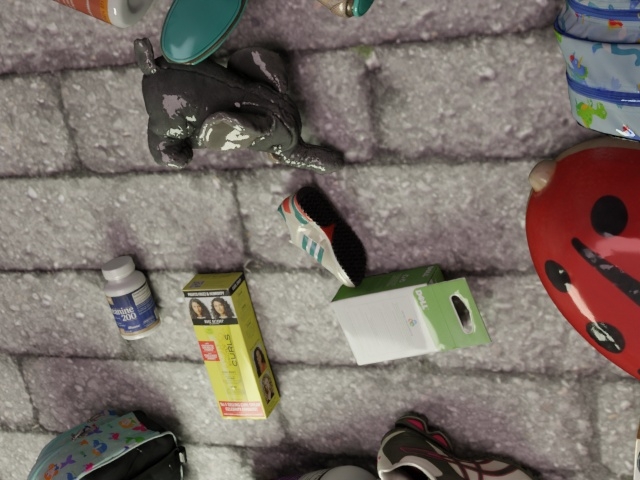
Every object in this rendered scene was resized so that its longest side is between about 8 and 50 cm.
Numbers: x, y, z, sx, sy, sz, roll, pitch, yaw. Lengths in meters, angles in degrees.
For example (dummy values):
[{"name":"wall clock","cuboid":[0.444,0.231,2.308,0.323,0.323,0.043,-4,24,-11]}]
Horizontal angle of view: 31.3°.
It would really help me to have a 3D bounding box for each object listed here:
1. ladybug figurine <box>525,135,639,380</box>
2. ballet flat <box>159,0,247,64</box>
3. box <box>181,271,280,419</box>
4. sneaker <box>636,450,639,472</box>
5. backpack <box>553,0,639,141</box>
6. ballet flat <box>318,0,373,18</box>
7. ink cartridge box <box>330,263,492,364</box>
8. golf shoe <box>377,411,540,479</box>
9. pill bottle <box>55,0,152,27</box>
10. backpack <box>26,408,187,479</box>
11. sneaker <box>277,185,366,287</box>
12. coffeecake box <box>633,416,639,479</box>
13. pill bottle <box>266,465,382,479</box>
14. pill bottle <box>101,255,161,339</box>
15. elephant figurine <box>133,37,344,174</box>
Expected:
[{"name":"ladybug figurine","cuboid":[0.432,0.055,1.375,0.449,0.162,0.305,34,126,4]},{"name":"ballet flat","cuboid":[-0.118,-0.328,1.428,0.083,0.087,0.247,29,102,-4]},{"name":"box","cuboid":[-0.136,0.162,1.751,0.087,0.058,0.232,-2,116,24]},{"name":"sneaker","cuboid":[0.559,0.257,1.432,0.319,0.131,0.112,1,129,12]},{"name":"backpack","cuboid":[0.415,-0.206,1.173,0.355,0.290,0.273,-6,117,56]},{"name":"ballet flat","cuboid":[0.042,-0.411,1.331,0.106,0.107,0.316,30,124,15]},{"name":"ink cartridge box","cuboid":[0.131,0.100,1.594,0.209,0.062,0.109,-13,111,29]},{"name":"golf shoe","cuboid":[0.207,0.365,1.675,0.273,0.120,0.105,24,123,9]},{"name":"pill bottle","cuboid":[-0.329,-0.371,1.504,0.216,0.121,0.121,23,124,10]},{"name":"backpack","cuboid":[-0.363,0.414,1.876,0.191,0.253,0.225,21,127,37]},{"name":"sneaker","cuboid":[0.000,0.000,1.611,0.075,0.057,0.161,-22,109,49]},{"name":"coffeecake box","cuboid":[0.500,0.335,1.556,0.142,0.068,0.185,6,119,19]},{"name":"pill bottle","cuboid":[-0.011,0.449,1.765,0.323,0.181,0.181,-18,108,36]},{"name":"pill bottle","cuboid":[-0.297,0.088,1.776,0.067,0.067,0.120,-6,115,26]},{"name":"elephant figurine","cuboid":[-0.101,-0.173,1.501,0.239,0.186,0.169,5,98,18]}]
